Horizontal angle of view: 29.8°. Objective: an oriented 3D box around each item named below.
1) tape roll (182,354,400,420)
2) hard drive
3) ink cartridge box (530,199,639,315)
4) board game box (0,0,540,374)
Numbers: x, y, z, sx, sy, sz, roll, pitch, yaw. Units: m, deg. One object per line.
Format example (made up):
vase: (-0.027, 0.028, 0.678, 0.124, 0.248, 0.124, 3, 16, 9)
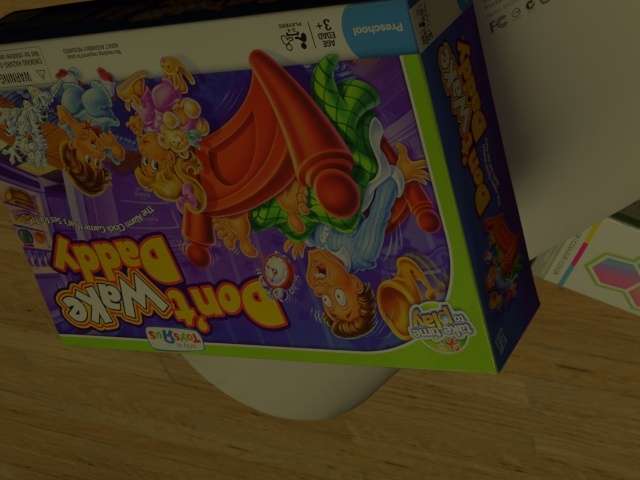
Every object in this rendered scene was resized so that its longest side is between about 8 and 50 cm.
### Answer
tape roll: (0.000, 0.000, 0.976, 0.246, 0.246, 0.169, 32, 132, -12)
hard drive: (0.172, -0.133, 0.783, 0.040, 0.203, 0.308, 57, 173, 44)
ink cartridge box: (0.292, 0.015, 1.006, 0.209, 0.062, 0.109, 22, 146, 3)
board game box: (-0.055, -0.041, 0.766, 0.347, 0.078, 0.233, 0, 120, 32)
